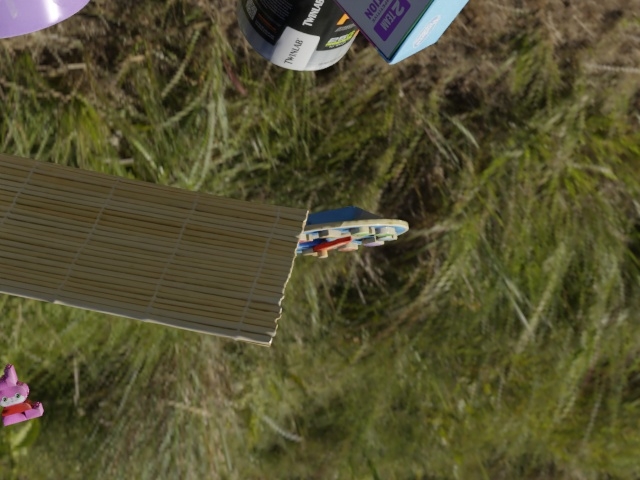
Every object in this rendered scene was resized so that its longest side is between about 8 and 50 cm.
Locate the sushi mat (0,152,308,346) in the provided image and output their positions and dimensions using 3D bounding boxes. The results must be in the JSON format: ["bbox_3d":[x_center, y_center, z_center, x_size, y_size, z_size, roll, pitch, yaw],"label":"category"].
[{"bbox_3d":[-0.175,-0.005,0.783,0.316,0.151,0.019,11,133,1],"label":"sushi mat"}]

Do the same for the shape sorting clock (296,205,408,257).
[{"bbox_3d":[0.000,0.000,1.214,0.206,0.040,0.206,-5,170,-1],"label":"shape sorting clock"}]

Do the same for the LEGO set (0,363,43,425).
[{"bbox_3d":[-0.469,0.195,1.313,0.227,0.087,0.093,-15,100,-6],"label":"LEGO set"}]

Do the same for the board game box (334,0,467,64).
[{"bbox_3d":[0.020,-0.318,0.718,0.064,0.316,0.242,-32,169,-41],"label":"board game box"}]

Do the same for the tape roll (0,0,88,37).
[{"bbox_3d":[-0.351,-0.302,1.161,0.188,0.189,0.080,-12,130,-7],"label":"tape roll"}]

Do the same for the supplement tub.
[{"bbox_3d":[0.004,-0.404,1.512,0.193,0.194,0.316,2,155,-18],"label":"supplement tub"}]
